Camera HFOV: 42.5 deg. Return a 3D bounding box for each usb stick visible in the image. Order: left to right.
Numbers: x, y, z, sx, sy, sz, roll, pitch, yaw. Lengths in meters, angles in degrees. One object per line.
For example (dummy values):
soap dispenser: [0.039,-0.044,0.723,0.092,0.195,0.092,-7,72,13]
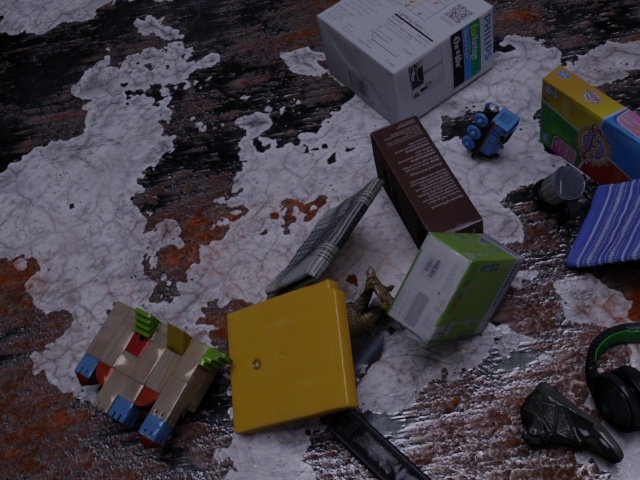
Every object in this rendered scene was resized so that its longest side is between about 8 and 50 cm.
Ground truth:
usb stick: [0.131,0.466,1.762,0.077,0.045,0.278,-45,59,-11]

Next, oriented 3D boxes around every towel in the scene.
towel: [0.000,0.000,1.975,0.056,0.324,0.312,39,65,-8]
towel: [0.704,-0.054,1.857,0.040,0.336,0.243,36,71,-14]

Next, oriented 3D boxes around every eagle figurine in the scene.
eagle figurine: [0.048,0.205,1.905,0.298,0.225,0.226,-45,9,15]

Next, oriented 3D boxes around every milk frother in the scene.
milk frother: [0.616,-0.126,2.017,0.143,0.135,0.129,-36,87,-10]

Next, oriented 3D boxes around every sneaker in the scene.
sneaker: [0.505,0.406,1.702,0.130,0.087,0.227,-42,55,-15]

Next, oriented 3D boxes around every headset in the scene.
headset: [0.685,0.347,1.699,0.243,0.185,0.394,-2,40,6]

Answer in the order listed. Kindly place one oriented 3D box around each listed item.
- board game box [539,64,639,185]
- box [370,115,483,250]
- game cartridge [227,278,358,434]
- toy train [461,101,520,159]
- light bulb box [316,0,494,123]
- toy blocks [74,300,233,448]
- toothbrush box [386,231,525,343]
board game box: [0.682,-0.256,2.030,0.064,0.242,0.316,-37,56,-13]
box: [0.263,-0.109,2.047,0.143,0.191,0.381,-21,54,-3]
game cartridge: [-0.070,0.260,1.820,0.323,0.052,0.285,-20,65,32]
toy train: [0.439,-0.278,2.141,0.105,0.184,0.080,40,61,12]
light bulb box: [0.247,-0.571,2.352,0.361,0.225,0.358,-35,55,-14]
toy blocks: [-0.417,0.319,1.918,0.381,0.191,0.261,22,73,27]
toothbrush box: [0.300,0.099,1.799,0.122,0.283,0.206,37,111,31]
